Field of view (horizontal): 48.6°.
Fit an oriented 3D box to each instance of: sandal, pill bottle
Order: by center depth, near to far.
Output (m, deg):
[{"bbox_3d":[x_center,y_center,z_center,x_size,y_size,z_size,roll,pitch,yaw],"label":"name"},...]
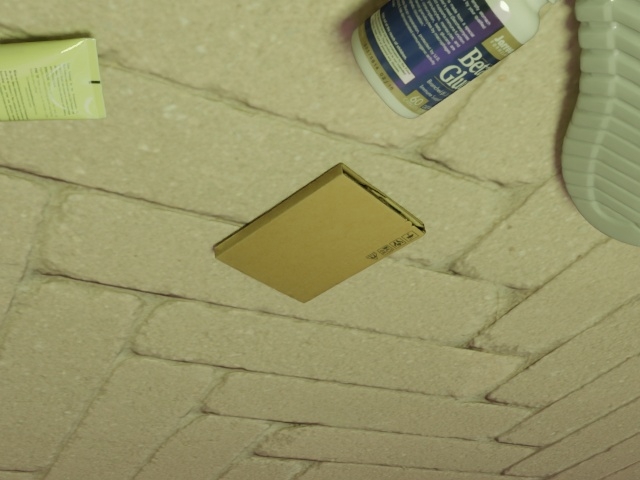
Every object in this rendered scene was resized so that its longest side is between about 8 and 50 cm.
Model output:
[{"bbox_3d":[0.116,-0.181,0.574,0.169,0.094,0.094,-33,137,29],"label":"pill bottle"},{"bbox_3d":[0.326,-0.134,0.666,0.102,0.169,0.416,-46,145,-17],"label":"sandal"}]

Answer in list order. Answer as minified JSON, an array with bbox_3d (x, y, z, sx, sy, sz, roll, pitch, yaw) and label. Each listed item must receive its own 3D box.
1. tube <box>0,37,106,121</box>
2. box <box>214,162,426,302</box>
[{"bbox_3d":[-0.308,-0.130,0.598,0.240,0.062,0.070,-5,-173,-12],"label":"tube"},{"bbox_3d":[0.000,0.000,0.854,0.201,0.021,0.164,-31,138,28],"label":"box"}]
